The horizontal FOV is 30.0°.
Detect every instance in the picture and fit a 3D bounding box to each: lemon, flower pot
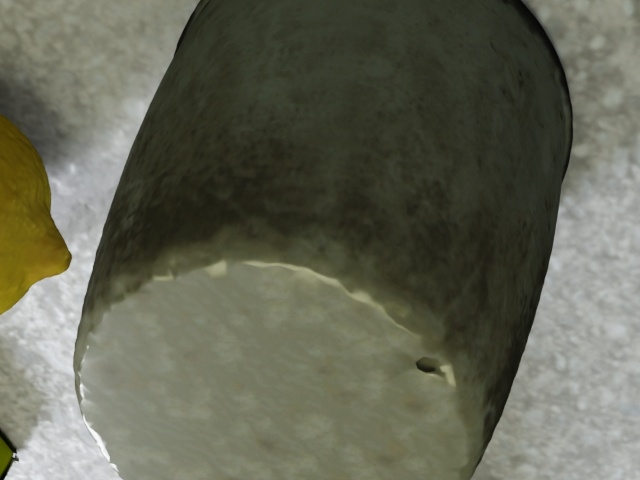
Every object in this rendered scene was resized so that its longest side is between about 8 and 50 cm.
[{"bbox_3d":[-0.296,-0.025,0.874,0.244,0.187,0.187,17,126,7],"label":"lemon"},{"bbox_3d":[0.000,0.000,0.734,0.293,0.330,0.294,7,124,10],"label":"flower pot"}]

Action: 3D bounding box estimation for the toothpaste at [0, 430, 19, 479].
[{"bbox_3d":[-0.412,0.114,1.063,0.110,0.077,0.328,-18,118,23],"label":"toothpaste"}]
